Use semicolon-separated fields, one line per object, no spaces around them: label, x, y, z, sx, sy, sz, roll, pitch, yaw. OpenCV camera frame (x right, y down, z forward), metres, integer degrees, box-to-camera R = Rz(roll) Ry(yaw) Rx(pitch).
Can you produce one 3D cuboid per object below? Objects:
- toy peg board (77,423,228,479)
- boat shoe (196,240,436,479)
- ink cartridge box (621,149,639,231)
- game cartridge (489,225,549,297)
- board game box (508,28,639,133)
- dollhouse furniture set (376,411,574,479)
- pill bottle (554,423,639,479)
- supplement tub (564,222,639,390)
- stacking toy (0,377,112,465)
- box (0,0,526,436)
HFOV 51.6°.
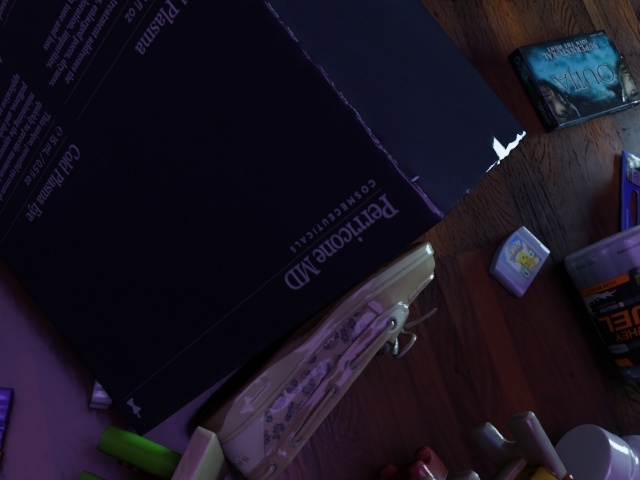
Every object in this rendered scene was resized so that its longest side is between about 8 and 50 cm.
toy peg board;-0.143;0.222;0.499;0.079;0.160;0.161;21;63;7
boat shoe;0.015;0.106;0.636;0.285;0.104;0.089;-39;94;-19
ink cartridge box;0.560;-0.006;0.927;0.311;0.065;0.185;21;64;-13
game cartridge;0.240;0.023;0.804;0.056;0.017;0.083;41;61;0
board game box;0.367;-0.230;0.943;0.186;0.026;0.126;-19;79;-28
dollhouse furniture set;0.040;0.312;0.518;0.374;0.201;0.152;-29;84;-35
pill bottle;0.356;0.282;0.697;0.222;0.124;0.124;31;62;-11
supplement tub;0.383;0.083;0.785;0.117;0.117;0.190;-20;80;-28
stacking toy;-0.263;0.182;0.515;0.167;0.052;0.221;13;69;-17
box;-0.096;-0.077;0.493;0.312;0.343;0.179;52;38;1
